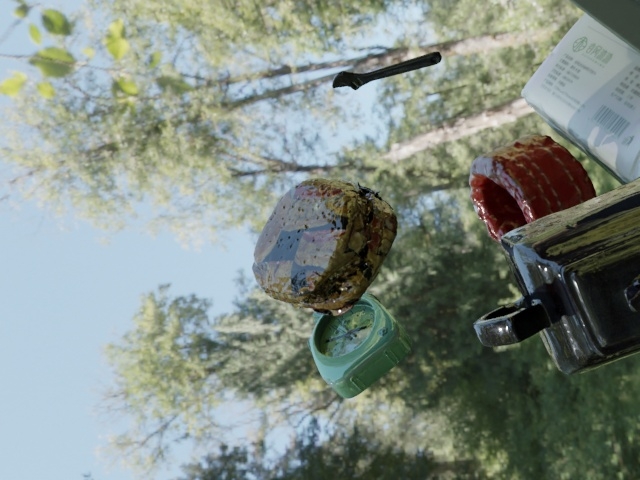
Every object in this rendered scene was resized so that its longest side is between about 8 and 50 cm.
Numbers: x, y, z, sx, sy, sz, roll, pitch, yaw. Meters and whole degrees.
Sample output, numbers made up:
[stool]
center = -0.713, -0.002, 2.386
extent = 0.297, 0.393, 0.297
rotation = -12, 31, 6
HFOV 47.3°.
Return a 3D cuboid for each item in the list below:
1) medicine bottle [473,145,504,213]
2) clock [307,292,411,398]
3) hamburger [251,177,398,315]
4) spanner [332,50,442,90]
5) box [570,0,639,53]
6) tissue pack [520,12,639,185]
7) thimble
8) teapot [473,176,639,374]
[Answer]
[medicine bottle]
center = 0.350, -0.090, 1.327
extent = 0.188, 0.088, 0.132
rotation = 120, 137, -75
[clock]
center = 0.057, 0.166, 1.300
extent = 0.066, 0.159, 0.211
rotation = 50, -176, -34
[hamburger]
center = 0.000, 0.000, 1.085
extent = 0.107, 0.231, 0.231
rotation = 32, -132, -40
[spanner]
center = 0.120, -0.313, 1.347
extent = 0.046, 0.209, 0.012
rotation = 63, -161, -50
[box]
center = 0.315, -0.252, 0.472
extent = 0.367, 0.373, 0.090
rotation = 27, -112, -18
[tissue pack]
center = 0.538, -0.225, 1.186
extent = 0.194, 0.266, 0.356
rotation = 26, -157, -35
[thimble]
center = 0.322, -0.066, 1.120
extent = 0.189, 0.125, 0.163
rotation = 58, 166, 16
[teapot]
center = 0.164, 0.019, 0.378
extent = 0.087, 0.177, 0.096
rotation = 66, -166, -2
